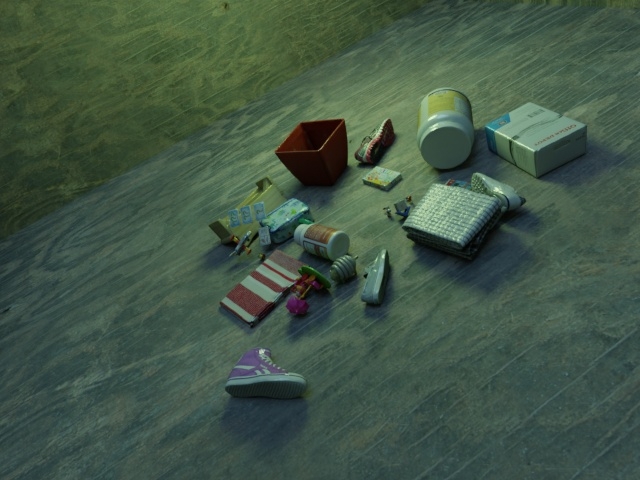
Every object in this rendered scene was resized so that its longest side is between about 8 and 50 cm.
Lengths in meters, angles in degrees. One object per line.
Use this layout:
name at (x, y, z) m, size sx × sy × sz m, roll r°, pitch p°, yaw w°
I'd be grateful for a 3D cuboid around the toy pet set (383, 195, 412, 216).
toy pet set at (0.328, -0.128, 1.820) m, size 0.122 × 0.065 × 0.114 m, roll -25°, pitch 2°, yaw -5°

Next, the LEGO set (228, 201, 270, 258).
LEGO set at (-0.311, -0.030, 1.932) m, size 0.183 × 0.060 × 0.244 m, roll -12°, pitch 84°, yaw 19°

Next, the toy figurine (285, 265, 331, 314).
toy figurine at (-0.071, 0.188, 1.618) m, size 0.159 × 0.130 × 0.173 m, roll -53°, pitch 29°, yaw -18°

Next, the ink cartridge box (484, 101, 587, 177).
ink cartridge box at (0.841, -0.403, 1.779) m, size 0.223 × 0.129 × 0.307 m, roll -27°, pitch 37°, yaw -3°

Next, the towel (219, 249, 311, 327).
towel at (-0.219, 0.175, 1.767) m, size 0.329 × 0.037 × 0.237 m, roll -43°, pitch 40°, yaw -22°

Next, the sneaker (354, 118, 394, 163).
sneaker at (0.271, -0.501, 2.229) m, size 0.112 × 0.120 × 0.299 m, roll 8°, pitch 49°, yaw 39°

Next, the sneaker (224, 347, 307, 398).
sneaker at (-0.158, 0.400, 1.412) m, size 0.282 × 0.102 × 0.161 m, roll -6°, pitch 38°, yaw 24°

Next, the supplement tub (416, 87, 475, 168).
supplement tub at (0.541, -0.488, 1.960) m, size 0.241 × 0.241 × 0.331 m, roll -8°, pitch 41°, yaw 21°

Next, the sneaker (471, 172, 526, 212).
sneaker at (0.636, -0.179, 1.638) m, size 0.095 × 0.090 × 0.235 m, roll -17°, pitch 40°, yaw -9°

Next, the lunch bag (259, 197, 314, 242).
lunch bag at (-0.155, -0.092, 2.010) m, size 0.219 × 0.090 × 0.176 m, roll -33°, pitch 35°, yaw -12°

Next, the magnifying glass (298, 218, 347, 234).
magnifying glass at (0.007, -0.050, 1.880) m, size 0.231 × 0.092 × 0.026 m, roll 20°, pitch 84°, yaw 31°

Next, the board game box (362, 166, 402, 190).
board game box at (0.277, -0.282, 2.040) m, size 0.103 × 0.026 × 0.154 m, roll -41°, pitch 40°, yaw -20°

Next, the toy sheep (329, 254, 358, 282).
toy sheep at (0.088, 0.099, 1.641) m, size 0.132 × 0.091 × 0.091 m, roll -42°, pitch 40°, yaw -21°

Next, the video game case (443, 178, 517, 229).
video game case at (0.564, -0.145, 1.714) m, size 0.285 × 0.025 × 0.204 m, roll 21°, pitch 57°, yaw 44°

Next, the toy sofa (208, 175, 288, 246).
toy sofa at (-0.331, -0.126, 2.126) m, size 0.362 × 0.177 × 0.150 m, roll -48°, pitch 18°, yaw -27°

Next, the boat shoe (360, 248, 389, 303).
boat shoe at (0.187, 0.120, 1.566) m, size 0.081 × 0.079 × 0.227 m, roll -1°, pitch 47°, yaw 23°

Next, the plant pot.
plant pot at (-0.013, -0.412, 2.187) m, size 0.267 × 0.235 × 0.267 m, roll 6°, pitch 48°, yaw 35°

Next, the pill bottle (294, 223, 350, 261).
pill bottle at (0.000, 0.000, 1.781) m, size 0.216 × 0.121 × 0.121 m, roll 18°, pitch 55°, yaw 42°

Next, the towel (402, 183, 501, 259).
towel at (0.464, -0.071, 1.585) m, size 0.284 × 0.121 × 0.235 m, roll 23°, pitch 66°, yaw 47°
